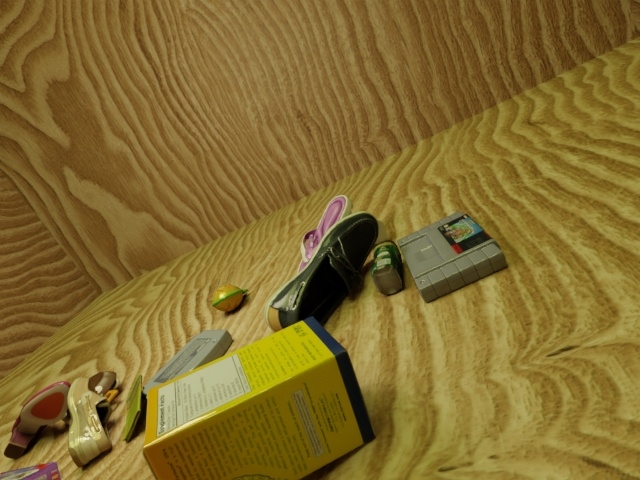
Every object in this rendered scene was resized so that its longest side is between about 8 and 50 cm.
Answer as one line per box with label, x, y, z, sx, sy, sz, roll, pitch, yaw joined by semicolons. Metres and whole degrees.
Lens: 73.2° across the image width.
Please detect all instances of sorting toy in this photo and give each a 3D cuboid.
sorting toy;-0.820;0.580;1.550;0.347;0.047;0.196;-11;30;46

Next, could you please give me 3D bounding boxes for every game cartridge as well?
game cartridge;0.351;0.026;1.210;0.230;0.068;0.355;-31;17;11
game cartridge;-0.426;0.404;1.400;0.196;0.060;0.294;-17;22;44

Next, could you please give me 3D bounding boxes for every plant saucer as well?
plant saucer;-0.824;0.536;1.536;0.198;0.036;0.198;-28;21;11

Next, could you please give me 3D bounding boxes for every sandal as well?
sandal;-0.010;0.002;1.541;0.169;0.102;0.416;-12;49;47

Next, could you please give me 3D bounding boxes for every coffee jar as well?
coffee jar;0.195;0.073;1.259;0.079;0.096;0.184;-21;19;18

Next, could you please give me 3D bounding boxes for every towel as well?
towel;-0.572;0.504;1.317;0.237;0.021;0.102;21;90;67

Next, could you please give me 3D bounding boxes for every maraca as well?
maraca;-0.359;0.227;1.715;0.127;0.099;0.185;-28;-8;14

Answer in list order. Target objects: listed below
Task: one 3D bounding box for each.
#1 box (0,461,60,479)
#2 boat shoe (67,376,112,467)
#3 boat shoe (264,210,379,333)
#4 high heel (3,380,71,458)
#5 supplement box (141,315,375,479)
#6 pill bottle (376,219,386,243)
box;-0.907;0.703;1.194;0.293;0.057;0.201;-22;-7;25
boat shoe;-0.704;0.539;1.339;0.110;0.122;0.341;-23;33;-18
boat shoe;0.043;0.097;1.311;0.500;0.187;0.156;-45;28;-27
high heel;-0.982;0.584;1.528;0.377;0.127;0.181;-44;24;12
supplement box;-0.115;0.322;0.800;0.356;0.195;0.194;-22;15;-15
pill bottle;0.142;-0.021;1.573;0.186;0.112;0.112;-10;26;47
